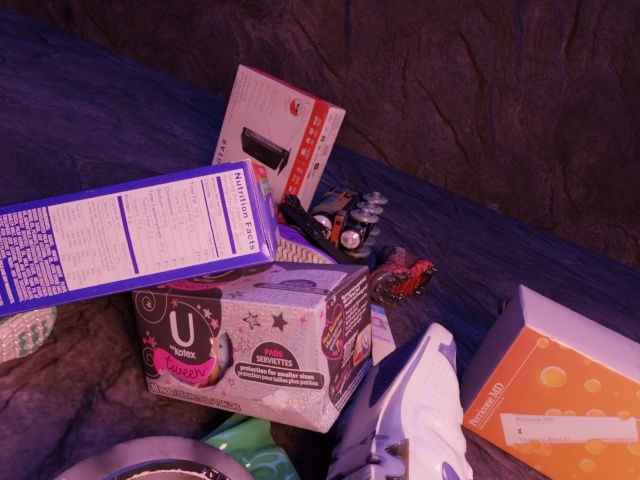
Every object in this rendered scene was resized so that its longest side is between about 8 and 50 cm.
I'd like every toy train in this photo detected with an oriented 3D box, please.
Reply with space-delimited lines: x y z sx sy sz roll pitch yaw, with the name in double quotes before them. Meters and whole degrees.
"toy train" 0.073 -0.061 1.209 0.190 0.143 0.334 14 23 11

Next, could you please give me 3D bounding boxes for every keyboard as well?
"keyboard" 0.000 0.000 0.955 0.033 0.202 0.317 -37 49 -13

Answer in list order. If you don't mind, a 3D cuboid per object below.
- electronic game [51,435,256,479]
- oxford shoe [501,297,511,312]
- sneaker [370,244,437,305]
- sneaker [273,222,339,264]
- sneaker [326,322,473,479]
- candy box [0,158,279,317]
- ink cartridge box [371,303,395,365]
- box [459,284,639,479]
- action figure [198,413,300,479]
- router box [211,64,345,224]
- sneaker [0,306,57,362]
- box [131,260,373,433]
"electronic game" -0.122 0.262 0.306 0.229 0.048 0.230 21 47 -25
"oxford shoe" 0.538 0.209 1.074 0.096 0.099 0.271 19 23 -10
"sneaker" 0.166 0.076 1.023 0.135 0.098 0.276 36 23 28
"sneaker" -0.048 0.026 0.923 0.293 0.102 0.146 29 22 14
"sneaker" 0.104 0.247 0.429 0.182 0.127 0.315 42 36 -2
"candy box" -0.218 -0.016 0.564 0.316 0.122 0.268 -11 7 -3
"ink cartridge box" 0.080 0.165 0.799 0.088 0.052 0.122 19 24 -11
"box" 0.433 0.264 0.698 0.345 0.215 0.168 28 23 13
"action figure" -0.132 0.248 0.400 0.232 0.064 0.137 -4 36 -43
"router box" -0.130 -0.239 1.138 0.301 0.336 0.082 32 24 24
"sneaker" -0.379 0.107 0.486 0.076 0.065 0.166 22 21 8
"box" -0.078 0.108 0.536 0.247 0.142 0.163 1 12 25
